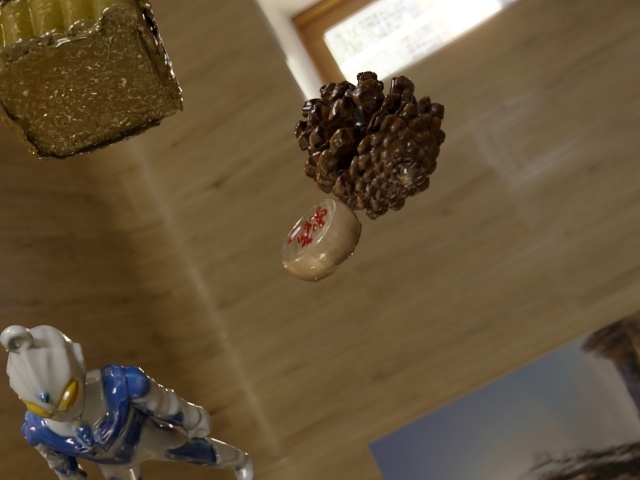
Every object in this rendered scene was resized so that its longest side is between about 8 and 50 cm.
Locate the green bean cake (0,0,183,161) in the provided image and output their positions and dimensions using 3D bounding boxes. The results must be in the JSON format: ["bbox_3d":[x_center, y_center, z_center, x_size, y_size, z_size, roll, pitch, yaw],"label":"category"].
[{"bbox_3d":[-0.306,-0.227,1.281,0.224,0.229,0.131,70,178,-55],"label":"green bean cake"}]

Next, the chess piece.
[{"bbox_3d":[0.000,0.000,0.943,0.038,0.083,0.084,42,-160,-24],"label":"chess piece"}]

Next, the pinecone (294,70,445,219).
[{"bbox_3d":[0.049,-0.108,1.086,0.173,0.173,0.173,56,-166,-21],"label":"pinecone"}]

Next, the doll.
[{"bbox_3d":[-0.138,0.123,0.648,0.227,0.114,0.057,54,-164,-42],"label":"doll"}]
